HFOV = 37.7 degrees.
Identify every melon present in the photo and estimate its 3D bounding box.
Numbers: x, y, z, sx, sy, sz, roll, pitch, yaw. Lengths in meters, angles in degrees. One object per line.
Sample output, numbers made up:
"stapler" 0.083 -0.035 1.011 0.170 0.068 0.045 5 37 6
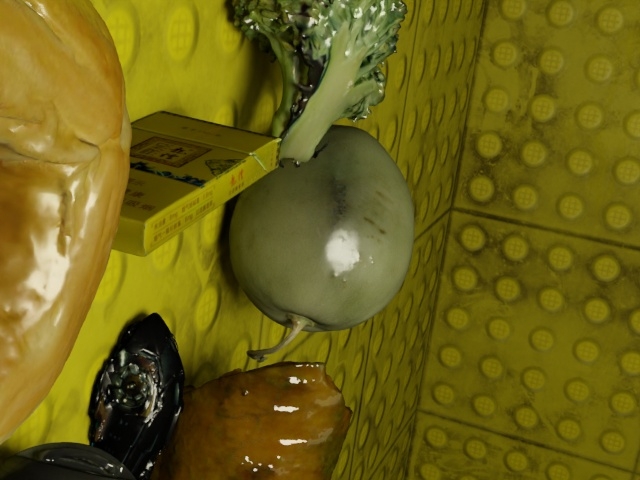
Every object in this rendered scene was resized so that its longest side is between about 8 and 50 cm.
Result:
"melon" 0.002 -0.014 1.296 0.272 0.272 0.307 62 15 -63

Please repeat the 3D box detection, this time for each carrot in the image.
"carrot" -0.100 0.289 1.238 0.241 0.242 0.340 5 101 -71

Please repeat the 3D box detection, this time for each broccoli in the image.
"broccoli" -0.031 -0.244 1.208 0.273 0.180 0.242 -58 148 4

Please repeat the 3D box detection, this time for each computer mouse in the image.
"computer mouse" -0.209 0.204 1.111 0.146 0.078 0.241 1 102 -69

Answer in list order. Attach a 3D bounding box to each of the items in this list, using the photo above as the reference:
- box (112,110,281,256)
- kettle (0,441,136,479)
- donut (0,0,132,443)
"box" -0.165 -0.065 0.928 0.279 0.153 0.041 -44 143 -58
"kettle" -0.267 0.354 0.885 0.321 0.228 0.324 134 -29 -74
"donut" -0.280 -0.019 0.563 0.449 0.198 0.448 16 90 -72
